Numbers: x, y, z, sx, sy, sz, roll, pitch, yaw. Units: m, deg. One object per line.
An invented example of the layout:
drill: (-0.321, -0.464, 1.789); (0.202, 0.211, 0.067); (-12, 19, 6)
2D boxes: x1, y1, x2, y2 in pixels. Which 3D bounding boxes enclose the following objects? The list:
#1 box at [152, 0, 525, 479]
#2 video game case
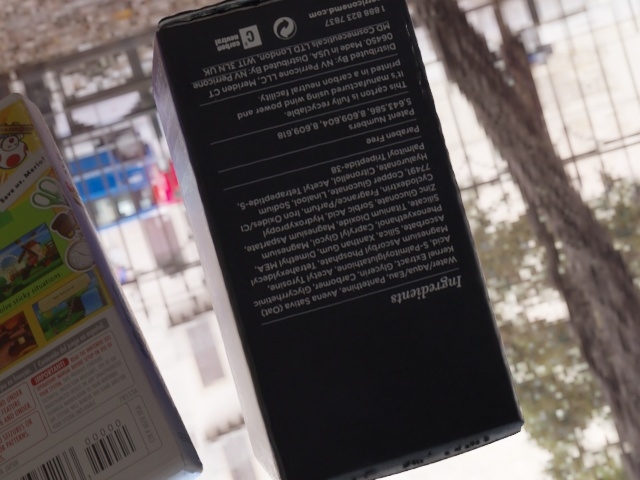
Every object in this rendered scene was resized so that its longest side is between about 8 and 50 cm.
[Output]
box: (0.000, 0.000, 0.626); (0.108, 0.207, 0.153); (-15, 177, -8)
video game case: (-0.190, 0.071, 0.616); (0.227, 0.206, 0.026); (-32, 155, 7)
